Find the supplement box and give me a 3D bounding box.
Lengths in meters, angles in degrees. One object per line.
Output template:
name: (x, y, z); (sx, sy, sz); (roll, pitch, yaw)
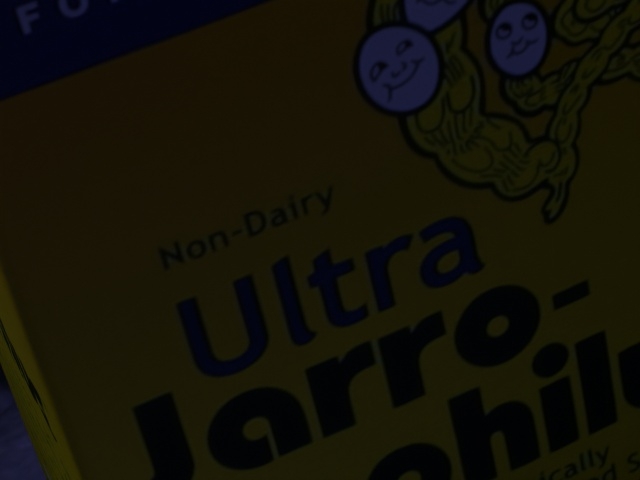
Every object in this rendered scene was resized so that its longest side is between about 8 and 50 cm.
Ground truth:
supplement box: (0.000, 0.000, 0.527); (0.194, 0.356, 0.195); (-24, 35, -12)
